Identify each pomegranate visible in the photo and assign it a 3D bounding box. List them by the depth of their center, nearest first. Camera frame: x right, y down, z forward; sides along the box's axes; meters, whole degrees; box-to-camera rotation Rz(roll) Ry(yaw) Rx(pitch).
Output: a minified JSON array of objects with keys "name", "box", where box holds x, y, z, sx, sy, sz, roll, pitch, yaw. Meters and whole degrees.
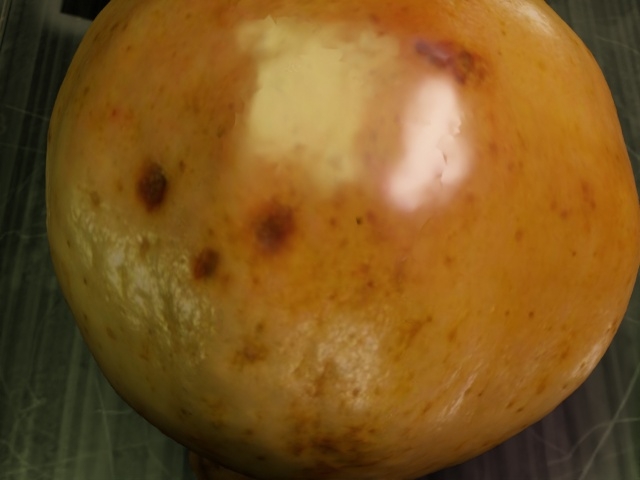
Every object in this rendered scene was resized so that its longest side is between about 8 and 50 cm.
[{"name":"pomegranate","box":[0.000,0.000,0.858,0.410,0.410,0.410,-7,49,8]}]
